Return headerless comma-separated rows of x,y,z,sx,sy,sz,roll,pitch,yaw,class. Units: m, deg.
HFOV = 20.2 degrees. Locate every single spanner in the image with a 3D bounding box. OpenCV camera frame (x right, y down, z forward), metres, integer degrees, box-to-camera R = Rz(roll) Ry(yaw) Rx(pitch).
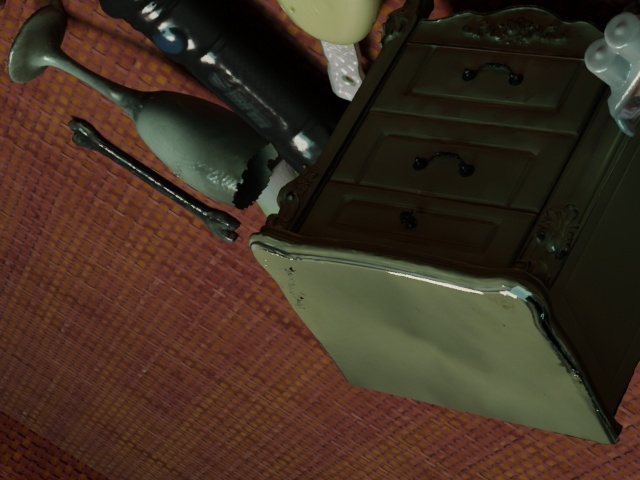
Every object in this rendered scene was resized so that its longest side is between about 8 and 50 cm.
-0.207,-0.074,2.232,0.254,0.015,0.054,34,156,-5,spanner

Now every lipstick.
0.000,0.000,2.075,0.076,0.076,0.304,8,147,39,lipstick

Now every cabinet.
0.160,-0.038,1.555,0.290,0.318,0.227,10,149,37,cabinet

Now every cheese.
0.009,-0.213,1.708,0.127,0.050,0.255,20,152,21,cheese

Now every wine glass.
-0.225,-0.071,1.979,0.309,0.264,0.096,31,-160,16,wine glass

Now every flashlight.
-0.111,-0.198,1.810,0.424,0.103,0.103,42,152,-24,flashlight

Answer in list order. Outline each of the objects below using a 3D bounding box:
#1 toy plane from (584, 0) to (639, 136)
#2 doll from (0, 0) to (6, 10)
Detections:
0.324,-0.160,1.349,0.252,0.118,0.252,-6,143,-5,toy plane
-0.411,-0.306,1.936,0.201,0.156,0.303,63,148,31,doll
